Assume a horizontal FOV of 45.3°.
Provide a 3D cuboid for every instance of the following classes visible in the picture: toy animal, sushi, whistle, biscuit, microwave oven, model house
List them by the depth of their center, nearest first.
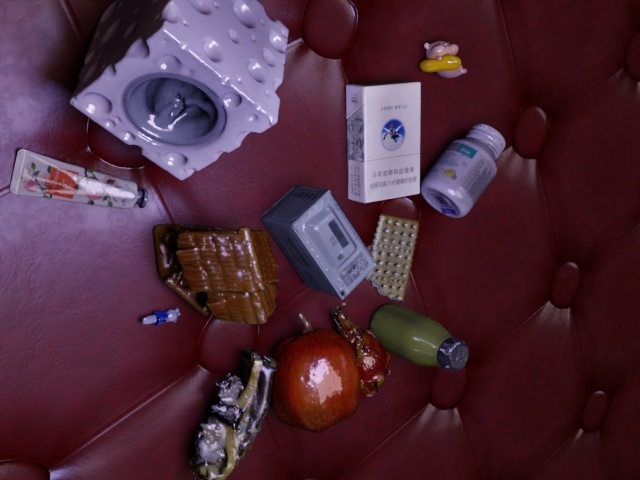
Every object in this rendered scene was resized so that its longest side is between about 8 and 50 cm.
[{"bbox_3d":[-0.180,0.062,1.461,0.220,0.229,0.199,-9,100,-33],"label":"model house"},{"bbox_3d":[-0.313,0.153,1.507,0.083,0.029,0.033,-6,120,-42],"label":"whistle"},{"bbox_3d":[-0.186,0.364,1.602,0.131,0.139,0.290,21,87,-17],"label":"sushi"},{"bbox_3d":[0.000,0.000,1.614,0.122,0.162,0.208,-44,118,-20],"label":"microwave oven"},{"bbox_3d":[0.292,-0.425,1.771,0.114,0.091,0.082,8,82,-35],"label":"toy animal"},{"bbox_3d":[0.169,0.040,1.832,0.144,0.016,0.203,11,93,-37],"label":"biscuit"}]

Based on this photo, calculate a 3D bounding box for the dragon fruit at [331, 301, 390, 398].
[{"bbox_3d":[0.081,0.250,1.756,0.125,0.125,0.246,-32,111,-23],"label":"dragon fruit"}]

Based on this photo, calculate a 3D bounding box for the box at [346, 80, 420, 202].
[{"bbox_3d":[0.142,-0.223,1.718,0.164,0.069,0.256,-12,108,-33],"label":"box"}]

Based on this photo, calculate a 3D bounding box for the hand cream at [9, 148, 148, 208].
[{"bbox_3d":[-0.422,-0.099,1.362,0.234,0.050,0.080,11,98,-31],"label":"hand cream"}]

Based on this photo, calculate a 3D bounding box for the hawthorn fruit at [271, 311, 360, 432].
[{"bbox_3d":[-0.017,0.278,1.649,0.205,0.205,0.253,-16,103,-32],"label":"hawthorn fruit"}]

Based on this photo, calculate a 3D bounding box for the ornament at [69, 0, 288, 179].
[{"bbox_3d":[-0.226,-0.292,1.277,0.239,0.240,0.239,36,43,-36],"label":"ornament"}]

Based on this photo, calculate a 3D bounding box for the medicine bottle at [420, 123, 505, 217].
[{"bbox_3d":[0.347,-0.172,1.834,0.215,0.135,0.135,-53,125,-14],"label":"medicine bottle"}]

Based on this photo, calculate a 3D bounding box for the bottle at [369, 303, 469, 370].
[{"bbox_3d":[0.228,0.227,1.764,0.112,0.260,0.112,-9,106,-34],"label":"bottle"}]
